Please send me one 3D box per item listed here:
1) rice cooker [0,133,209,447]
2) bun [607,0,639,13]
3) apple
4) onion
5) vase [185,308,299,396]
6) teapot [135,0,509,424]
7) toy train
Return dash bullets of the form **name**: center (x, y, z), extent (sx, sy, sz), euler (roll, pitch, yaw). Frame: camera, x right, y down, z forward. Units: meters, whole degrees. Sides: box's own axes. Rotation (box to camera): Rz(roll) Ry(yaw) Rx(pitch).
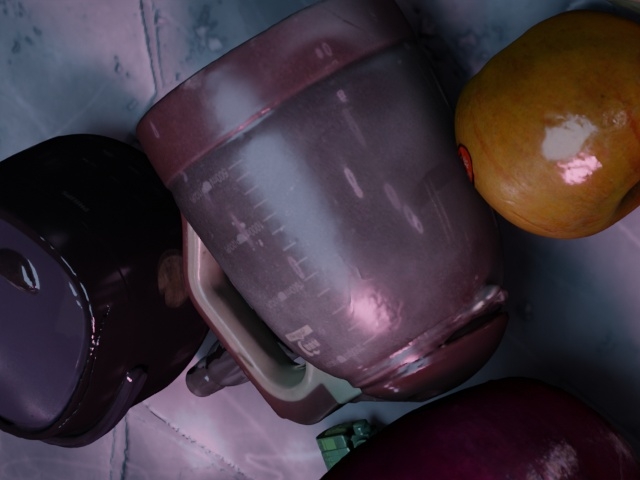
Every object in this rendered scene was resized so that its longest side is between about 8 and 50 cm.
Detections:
- **rice cooker**: center (-0.227, 0.041, 1.693), extent (0.267, 0.224, 0.267), euler (12, 114, 28)
- **bun**: center (0.234, -0.269, 1.335), extent (0.237, 0.116, 0.210), euler (45, 126, 10)
- **apple**: center (0.190, -0.091, 1.399), extent (0.155, 0.182, 0.182), euler (52, 128, 18)
- **onion**: center (0.154, 0.303, 1.478), extent (0.385, 0.348, 0.347), euler (43, 126, 17)
- **vase**: center (-0.051, 0.090, 1.696), extent (0.211, 0.060, 0.060), euler (-33, 88, 36)
- **teapot**: center (0.000, 0.000, 1.517), extent (0.315, 0.233, 0.312), euler (-32, 86, 43)
- **toy train**: center (0.049, 0.233, 1.701), extent (0.071, 0.038, 0.147), euler (-14, 100, 39)
